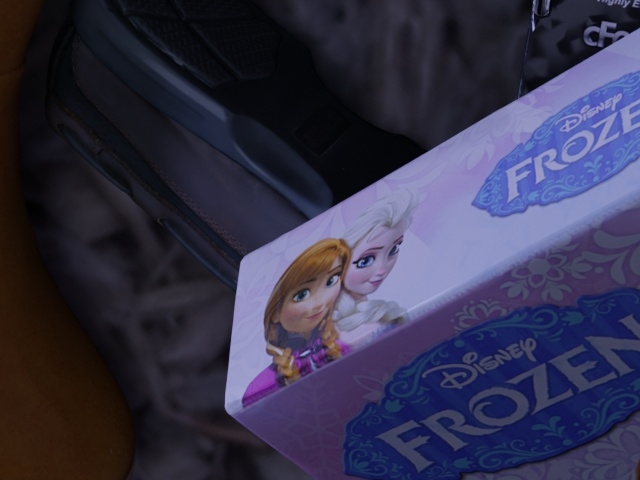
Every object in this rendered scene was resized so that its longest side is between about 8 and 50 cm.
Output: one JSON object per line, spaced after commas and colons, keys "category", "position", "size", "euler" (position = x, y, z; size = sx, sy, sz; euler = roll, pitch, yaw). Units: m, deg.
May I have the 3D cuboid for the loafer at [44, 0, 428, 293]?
{"category": "loafer", "position": [0.000, 0.000, 0.579], "size": [0.267, 0.096, 0.084], "euler": [45, 129, 9]}

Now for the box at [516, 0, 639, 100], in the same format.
{"category": "box", "position": [0.239, -0.129, 0.482], "size": [0.322, 0.079, 0.257], "euler": [10, 103, 12]}

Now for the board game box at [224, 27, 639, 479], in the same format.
{"category": "board game box", "position": [0.194, 0.046, 0.433], "size": [0.318, 0.066, 0.318], "euler": [-31, 125, 29]}

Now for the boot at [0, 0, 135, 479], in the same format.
{"category": "boot", "position": [-0.139, -0.044, 0.555], "size": [0.295, 0.104, 0.211], "euler": [43, 124, -4]}
